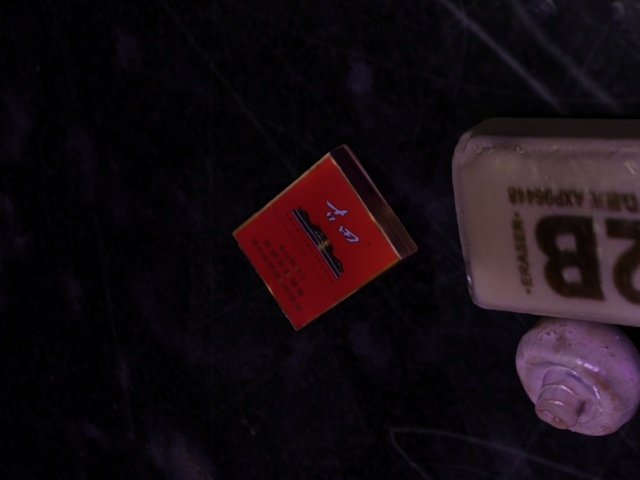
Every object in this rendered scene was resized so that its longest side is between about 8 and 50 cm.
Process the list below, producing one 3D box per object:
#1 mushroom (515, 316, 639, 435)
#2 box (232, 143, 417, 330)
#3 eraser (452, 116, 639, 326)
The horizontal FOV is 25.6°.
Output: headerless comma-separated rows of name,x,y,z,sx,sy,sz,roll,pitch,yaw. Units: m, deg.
mushroom,0.159,0.084,0.871,0.083,0.067,0.084,21,141,18
box,0.000,0.000,1.003,0.133,0.023,0.090,-35,88,46
eraser,0.163,-0.010,0.828,0.172,0.058,0.117,5,114,40
